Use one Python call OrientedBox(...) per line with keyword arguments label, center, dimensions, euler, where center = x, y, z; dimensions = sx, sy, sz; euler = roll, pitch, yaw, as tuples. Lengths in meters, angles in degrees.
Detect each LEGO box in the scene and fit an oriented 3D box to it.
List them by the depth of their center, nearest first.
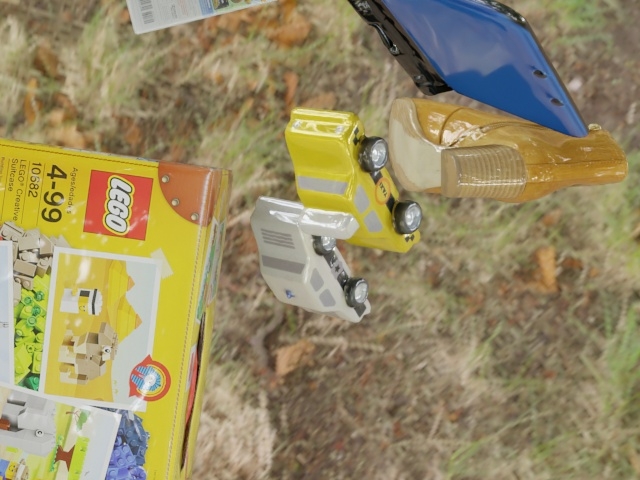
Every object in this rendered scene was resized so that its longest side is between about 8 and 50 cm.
OrientedBox(label="LEGO box", center=(-0.320, 0.142, 1.498), dimensions=(0.372, 0.193, 0.500), euler=(8, 93, 2))

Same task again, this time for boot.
OrientedBox(label="boot", center=(0.209, -0.103, 1.550), dimensions=(0.211, 0.295, 0.104), euler=(-3, 108, -15))

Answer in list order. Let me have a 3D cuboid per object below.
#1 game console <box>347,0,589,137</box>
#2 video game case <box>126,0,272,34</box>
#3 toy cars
OrientedBox(label="game console", center=(0.128, -0.241, 1.237), dimensions=(0.173, 0.293, 0.250), euler=(-8, 71, 20))
OrientedBox(label="video game case", center=(-0.087, -0.207, 0.984), dimensions=(0.122, 0.011, 0.087), euler=(-16, 106, -11))
OrientedBox(label="toy cars", center=(0.000, 0.000, 1.444), dimensions=(0.176, 0.393, 0.087), euler=(33, 63, 3))
